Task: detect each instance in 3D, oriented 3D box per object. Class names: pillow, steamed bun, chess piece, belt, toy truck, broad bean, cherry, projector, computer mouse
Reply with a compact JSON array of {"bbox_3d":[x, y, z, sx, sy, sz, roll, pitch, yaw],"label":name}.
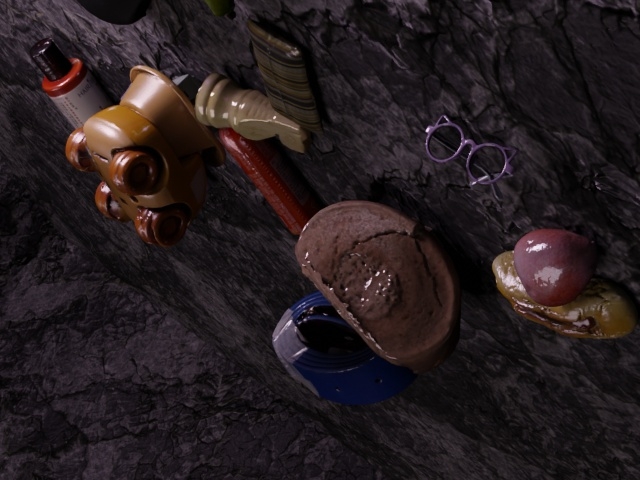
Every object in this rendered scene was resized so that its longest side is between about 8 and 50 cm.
[{"bbox_3d":[-0.052,-0.241,1.658,0.113,0.038,0.203,34,160,28],"label":"pillow"},{"bbox_3d":[0.115,0.058,1.773,0.301,0.199,0.251,46,-178,17],"label":"steamed bun"},{"bbox_3d":[-0.103,-0.204,1.816,0.200,0.090,0.090,23,157,22],"label":"chess piece"},{"bbox_3d":[0.053,0.214,2.230,0.347,0.212,0.117,12,147,52],"label":"belt"},{"bbox_3d":[-0.309,-0.144,1.972,0.204,0.211,0.288,27,153,41],"label":"toy truck"},{"bbox_3d":[-0.146,-0.372,1.536,0.070,0.048,0.214,36,161,19],"label":"broad bean"},{"bbox_3d":[0.302,0.031,1.441,0.106,0.087,0.126,47,160,14],"label":"cherry"},{"bbox_3d":[-0.241,-0.244,2.034,0.115,0.061,0.147,49,162,-16],"label":"projector"},{"bbox_3d":[-0.351,-0.428,1.774,0.170,0.100,0.269,42,163,-6],"label":"computer mouse"}]

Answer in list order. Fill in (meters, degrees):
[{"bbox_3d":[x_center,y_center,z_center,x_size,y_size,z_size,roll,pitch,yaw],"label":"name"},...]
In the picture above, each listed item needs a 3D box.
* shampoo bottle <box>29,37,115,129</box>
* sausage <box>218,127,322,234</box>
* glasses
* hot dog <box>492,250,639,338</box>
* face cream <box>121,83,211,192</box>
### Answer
[{"bbox_3d":[-0.537,-0.324,2.423,0.104,0.104,0.278,24,155,47],"label":"shampoo bottle"},{"bbox_3d":[-0.096,-0.127,1.970,0.074,0.074,0.274,16,149,56],"label":"sausage"},{"bbox_3d":[0.210,-0.100,1.440,0.140,0.063,0.104,30,-179,35],"label":"glasses"},{"bbox_3d":[0.329,0.084,1.539,0.242,0.073,0.084,22,159,50],"label":"hot dog"},{"bbox_3d":[-0.340,-0.201,2.340,0.274,0.096,0.154,58,164,-6],"label":"face cream"}]
